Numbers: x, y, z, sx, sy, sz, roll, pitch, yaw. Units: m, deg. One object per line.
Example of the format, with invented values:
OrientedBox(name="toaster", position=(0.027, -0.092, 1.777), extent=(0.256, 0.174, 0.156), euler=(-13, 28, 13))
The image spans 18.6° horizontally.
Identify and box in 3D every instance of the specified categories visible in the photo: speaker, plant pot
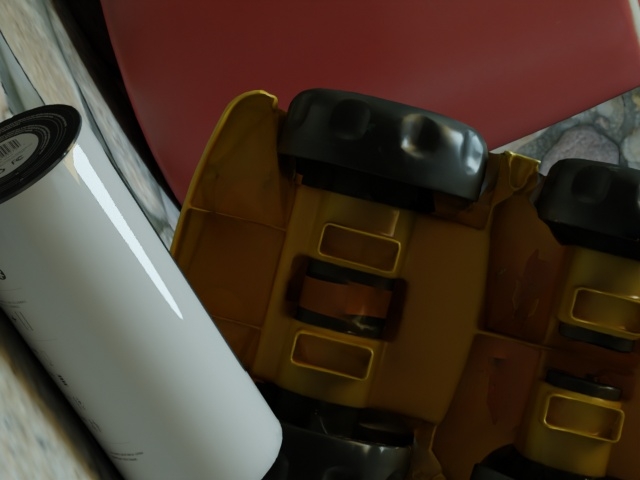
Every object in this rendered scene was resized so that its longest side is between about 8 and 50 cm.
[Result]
OrientedBox(name="speaker", position=(-0.066, 0.026, 0.620), extent=(0.136, 0.055, 0.055), euler=(59, 8, -29))
OrientedBox(name="plant pot", position=(0.037, -0.151, 1.020), extent=(0.275, 0.243, 0.275), euler=(-13, 90, -78))

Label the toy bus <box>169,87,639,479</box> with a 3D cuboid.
OrientedBox(name="toy bus", position=(0.053, 0.033, 0.796), extent=(0.211, 0.220, 0.149), euler=(19, 85, -89))
